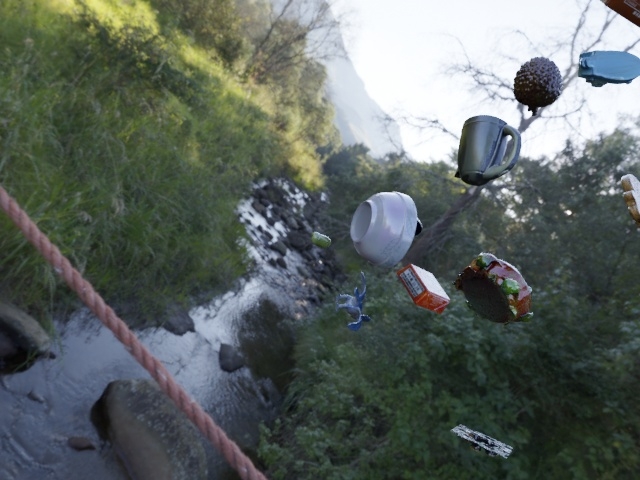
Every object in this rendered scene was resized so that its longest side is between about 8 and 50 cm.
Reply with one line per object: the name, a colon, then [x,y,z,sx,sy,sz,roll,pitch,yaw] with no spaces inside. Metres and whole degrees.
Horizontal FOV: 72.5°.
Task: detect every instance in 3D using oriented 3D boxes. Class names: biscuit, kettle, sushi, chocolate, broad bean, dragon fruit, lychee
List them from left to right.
broad bean: [0.000,0.000,1.687,0.083,0.063,0.045,26,47,-16]
chocolate: [0.552,0.254,2.327,0.235,0.108,0.237,24,29,-36]
sushi: [0.607,0.775,1.657,0.210,0.040,0.193,15,-4,33]
kettle: [0.815,-0.419,2.123,0.321,0.324,0.228,1,-22,47]
dragon fruit: [0.588,0.168,1.470,0.268,0.130,0.295,63,-17,5]
lychee: [0.907,-0.643,1.824,0.200,0.200,0.238,-106,-165,-74]
biscuit: [1.164,-0.131,1.599,0.202,0.044,0.288,48,47,-11]

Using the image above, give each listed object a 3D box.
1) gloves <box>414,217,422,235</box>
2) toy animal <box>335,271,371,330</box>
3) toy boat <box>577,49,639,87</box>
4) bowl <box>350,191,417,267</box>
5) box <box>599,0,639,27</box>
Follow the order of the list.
gloves: [0.321,-0.073,1.752,0.131,0.140,0.218,56,2,-24]
toy animal: [0.146,0.258,1.755,0.177,0.239,0.255,14,-30,-8]
toy boat: [0.834,-0.496,1.268,0.102,0.215,0.088,-132,-135,-85]
bowl: [0.208,-0.050,1.595,0.144,0.286,0.287,15,21,-21]
box: [0.986,-0.708,1.297,0.386,0.122,0.344,25,43,-10]
